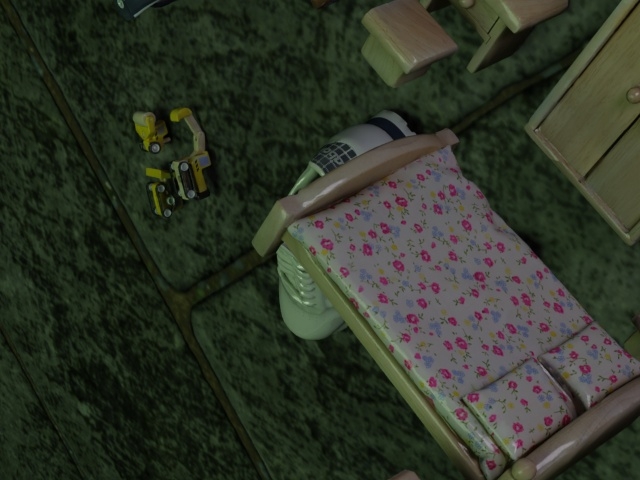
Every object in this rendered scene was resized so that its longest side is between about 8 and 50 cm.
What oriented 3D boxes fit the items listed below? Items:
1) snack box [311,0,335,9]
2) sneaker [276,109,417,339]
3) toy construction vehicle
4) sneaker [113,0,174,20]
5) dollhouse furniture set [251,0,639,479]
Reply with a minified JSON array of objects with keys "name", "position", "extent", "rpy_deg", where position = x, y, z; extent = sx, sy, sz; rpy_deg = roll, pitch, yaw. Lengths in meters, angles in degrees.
[{"name":"snack box","position":[-0.023,-0.259,1.014],"extent":[0.064,0.022,0.178],"rpy_deg":[-30,88,53]},{"name":"sneaker","position":[0.000,0.000,1.084],"extent":[0.090,0.094,0.235],"rpy_deg":[42,139,21]},{"name":"toy construction vehicle","position":[-0.127,-0.069,1.239],"extent":[0.086,0.035,0.098],"rpy_deg":[8,115,58]},{"name":"sneaker","position":[-0.183,-0.262,1.110],"extent":[0.282,0.099,0.153],"rpy_deg":[13,129,37]},{"name":"dollhouse furniture set","position":[0.090,-0.047,0.746],"extent":[0.303,0.355,0.174],"rpy_deg":[51,140,15]}]
